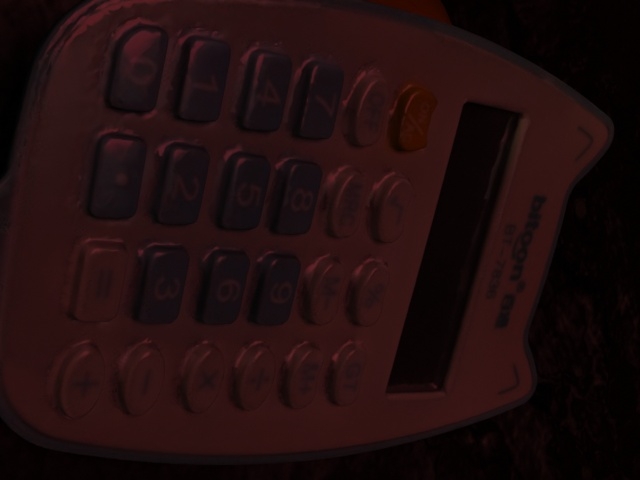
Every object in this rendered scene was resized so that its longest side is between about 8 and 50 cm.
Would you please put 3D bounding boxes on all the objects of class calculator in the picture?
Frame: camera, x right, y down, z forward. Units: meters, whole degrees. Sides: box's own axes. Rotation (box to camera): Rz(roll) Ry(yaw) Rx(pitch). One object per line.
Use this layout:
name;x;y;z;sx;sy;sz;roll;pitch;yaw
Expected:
calculator;0.000;0.000;0.507;0.386;0.054;0.256;3;106;-39

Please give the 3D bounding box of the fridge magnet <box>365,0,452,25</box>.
fridge magnet;0.038;-0.100;0.581;0.143;0.063;0.143;-2;93;-43
